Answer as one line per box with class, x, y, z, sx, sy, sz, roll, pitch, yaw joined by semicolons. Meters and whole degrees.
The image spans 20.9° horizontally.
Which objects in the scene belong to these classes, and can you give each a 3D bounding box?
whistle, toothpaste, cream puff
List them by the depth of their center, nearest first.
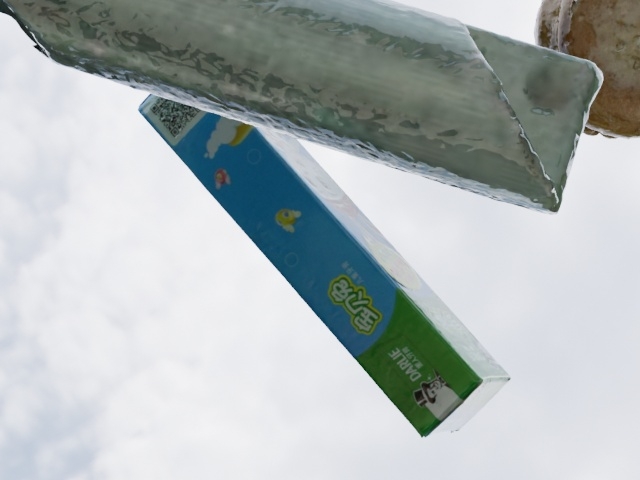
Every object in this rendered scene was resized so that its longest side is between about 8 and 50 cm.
whistle;-0.053;-0.082;0.641;0.312;0.062;0.062;17;-61;5
toothpaste;0.000;0.000;1.017;0.050;0.267;0.065;-45;-18;12
cream puff;0.220;-0.147;1.263;0.126;0.103;0.144;-16;-74;2
